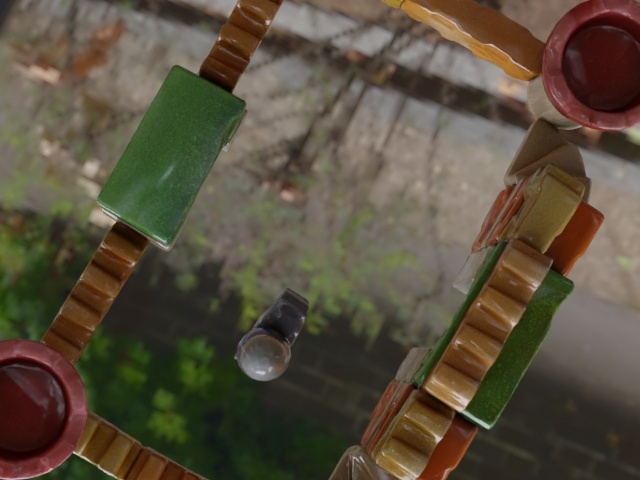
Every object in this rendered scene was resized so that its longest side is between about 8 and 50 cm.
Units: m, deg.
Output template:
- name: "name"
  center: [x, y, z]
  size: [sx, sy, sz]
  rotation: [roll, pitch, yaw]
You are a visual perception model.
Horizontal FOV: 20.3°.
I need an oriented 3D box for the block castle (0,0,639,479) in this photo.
- name: "block castle"
  center: [0.000, 0.000, 1.142]
  size: [0.303, 0.453, 0.213]
  rotation: [30, 175, -2]
